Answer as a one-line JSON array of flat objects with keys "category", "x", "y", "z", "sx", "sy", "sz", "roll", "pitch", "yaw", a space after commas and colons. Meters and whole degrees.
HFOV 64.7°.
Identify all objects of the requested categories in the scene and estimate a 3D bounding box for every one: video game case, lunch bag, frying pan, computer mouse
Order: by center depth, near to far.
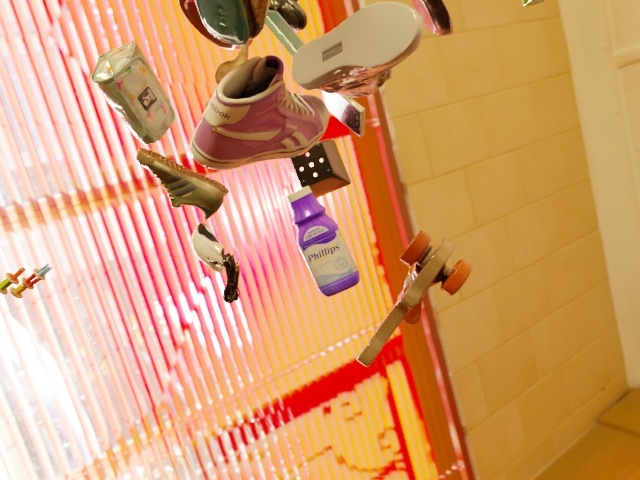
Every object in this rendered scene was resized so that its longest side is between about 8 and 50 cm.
[{"category": "computer mouse", "x": -0.221, "y": 0.034, "z": 1.027, "sx": 0.193, "sy": 0.042, "sz": 0.106, "roll": 43, "pitch": -41, "yaw": 39}, {"category": "frying pan", "x": 0.286, "y": -0.594, "z": 1.266, "sx": 0.197, "sy": 0.053, "sz": 0.326, "roll": 53, "pitch": 12, "yaw": -19}, {"category": "lunch bag", "x": -0.536, "y": -0.421, "z": 1.460, "sx": 0.262, "sy": 0.160, "sz": 0.223, "roll": -114, "pitch": 180, "yaw": -50}, {"category": "video game case", "x": 0.075, "y": -0.430, "z": 1.644, "sx": 0.173, "sy": 0.022, "sz": 0.190, "roll": 42, "pitch": -7, "yaw": 11}]

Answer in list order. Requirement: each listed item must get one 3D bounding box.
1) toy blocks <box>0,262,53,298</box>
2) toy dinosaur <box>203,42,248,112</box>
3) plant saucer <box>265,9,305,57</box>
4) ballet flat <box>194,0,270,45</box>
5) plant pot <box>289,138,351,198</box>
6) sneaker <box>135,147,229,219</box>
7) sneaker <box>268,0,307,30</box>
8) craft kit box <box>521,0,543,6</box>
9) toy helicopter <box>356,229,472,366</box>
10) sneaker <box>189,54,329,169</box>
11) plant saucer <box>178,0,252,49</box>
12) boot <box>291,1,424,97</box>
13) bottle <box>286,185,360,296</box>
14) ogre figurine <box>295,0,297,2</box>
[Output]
[{"category": "toy blocks", "x": -0.991, "y": 0.123, "z": 1.697, "sx": 0.054, "sy": 0.148, "sz": 0.123, "roll": 48, "pitch": -5, "yaw": 21}, {"category": "toy dinosaur", "x": -0.141, "y": -0.291, "z": 0.895, "sx": 0.053, "sy": 0.092, "sz": 0.183, "roll": 29, "pitch": -86, "yaw": 52}, {"category": "plant saucer", "x": -0.072, "y": -0.466, "z": 1.163, "sx": 0.192, "sy": 0.067, "sz": 0.018, "roll": 53, "pitch": -52, "yaw": 16}, {"category": "ballet flat", "x": -0.099, "y": -0.335, "z": 0.520, "sx": 0.348, "sy": 0.123, "sz": 0.123, "roll": 112, "pitch": -46, "yaw": -82}, {"category": "plant pot", "x": -0.014, "y": -0.268, "z": 1.867, "sx": 0.167, "sy": 0.188, "sz": 0.188, "roll": -1, "pitch": 69, "yaw": -79}, {"category": "sneaker", "x": -0.288, "y": -0.105, "z": 1.017, "sx": 0.086, "sy": 0.192, "sz": 0.064, "roll": -61, "pitch": -163, "yaw": 13}, {"category": "sneaker", "x": -0.150, "y": -0.607, "z": 1.342, "sx": 0.227, "sy": 0.130, "sz": 0.087, "roll": 34, "pitch": -34, "yaw": 10}, {"category": "craft kit box", "x": 0.474, "y": -0.662, "z": 1.058, "sx": 0.246, "sy": 0.060, "sz": 0.250, "roll": -98, "pitch": 172, "yaw": -84}, {"category": "toy helicopter", "x": 0.198, "y": 0.143, "z": 1.193, "sx": 0.140, "sy": 0.355, "sz": 0.235, "roll": 36, "pitch": 7, "yaw": 7}, {"category": "sneaker", "x": -0.057, "y": -0.207, "z": 0.771, "sx": 0.102, "sy": 0.282, "sz": 0.161, "roll": 45, "pitch": -46, "yaw": 11}, {"category": "plant saucer", "x": -0.243, "y": -0.499, "z": 1.134, "sx": 0.200, "sy": 0.037, "sz": 0.200, "roll": 32, "pitch": -10, "yaw": 7}, {"category": "boot", "x": 0.078, "y": -0.287, "z": 0.791, "sx": 0.258, "sy": 0.123, "sz": 0.095, "roll": 3, "pitch": -88, "yaw": 48}, {"category": "bottle", "x": 0.000, "y": 0.000, "z": 1.305, "sx": 0.092, "sy": 0.118, "sz": 0.283, "roll": -69, "pitch": 135, "yaw": -83}, {"category": "ogre figurine", "x": -0.056, "y": -0.715, "z": 1.343, "sx": 0.096, "sy": 0.118, "sz": 0.197, "roll": 28, "pitch": -34, "yaw": 34}]
